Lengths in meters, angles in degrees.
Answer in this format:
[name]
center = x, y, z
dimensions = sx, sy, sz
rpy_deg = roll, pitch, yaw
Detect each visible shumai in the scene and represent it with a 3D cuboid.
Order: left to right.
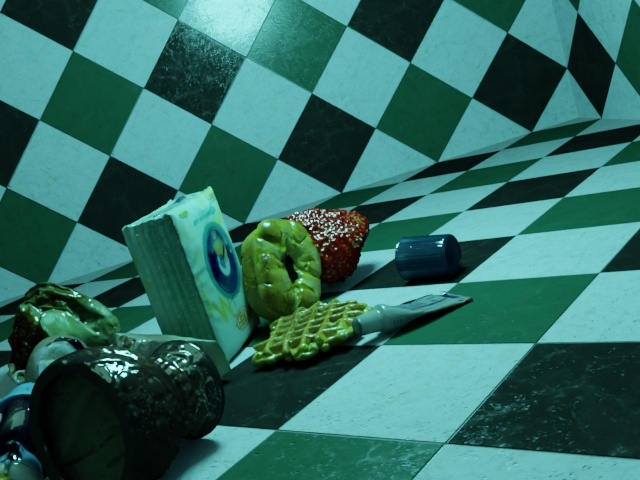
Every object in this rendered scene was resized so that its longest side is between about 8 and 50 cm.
[shumai]
center = -0.763, 0.298, 2.242
dimensions = 0.329, 0.292, 0.289
rpy_deg = -17, 45, 39

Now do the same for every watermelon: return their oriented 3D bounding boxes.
[watermelon]
center = -0.365, 0.305, 1.751
dimensions = 0.309, 0.193, 0.231
rpy_deg = 1, -2, 20

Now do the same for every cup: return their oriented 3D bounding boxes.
[cup]
center = 0.289, 0.035, 2.069
dimensions = 0.138, 0.114, 0.150
rpy_deg = -6, 17, 37

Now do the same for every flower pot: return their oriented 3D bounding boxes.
[flower pot]
center = -0.322, 0.296, 1.402
dimensions = 0.266, 0.267, 0.267
rpy_deg = -10, 4, 33

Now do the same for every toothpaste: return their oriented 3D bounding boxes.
[toothpaste]
center = 0.197, 0.157, 1.784
dimensions = 0.282, 0.069, 0.099
rpy_deg = -12, 38, -27

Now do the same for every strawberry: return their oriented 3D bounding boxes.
[strawberry]
center = 0.000, 0.001, 2.264
dimensions = 0.261, 0.258, 0.261
rpy_deg = 24, -7, 3

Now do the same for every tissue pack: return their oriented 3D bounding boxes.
[tissue pack]
center = -0.305, 0.094, 1.959
dimensions = 0.162, 0.388, 0.287
rpy_deg = -15, 12, 18

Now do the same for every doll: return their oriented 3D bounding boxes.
[doll]
center = -0.540, 0.373, 1.446
dimensions = 0.140, 0.177, 0.314
rpy_deg = 2, 23, -8

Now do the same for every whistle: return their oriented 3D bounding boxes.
[whistle]
center = -0.554, 0.310, 1.923
dimensions = 0.347, 0.189, 0.189
rpy_deg = -5, 9, -13

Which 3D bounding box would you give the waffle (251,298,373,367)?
[waffle]
center = -0.022, 0.207, 1.850
dimensions = 0.281, 0.058, 0.300
rpy_deg = -11, 13, 35

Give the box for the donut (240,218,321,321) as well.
[donut]
center = -0.099, 0.079, 2.046
dimensions = 0.208, 0.262, 0.128
rpy_deg = 13, -23, -39
